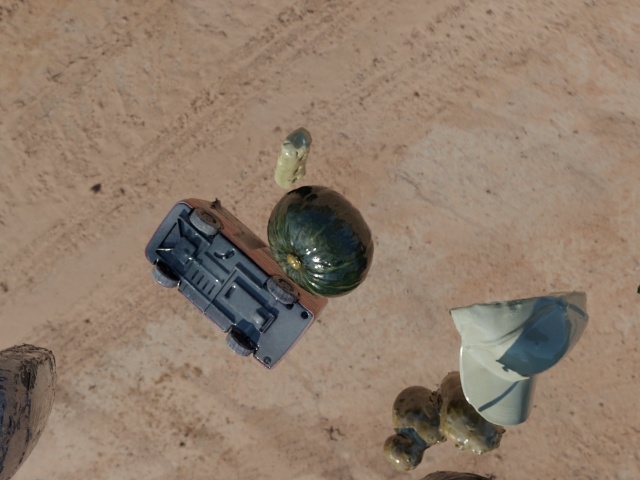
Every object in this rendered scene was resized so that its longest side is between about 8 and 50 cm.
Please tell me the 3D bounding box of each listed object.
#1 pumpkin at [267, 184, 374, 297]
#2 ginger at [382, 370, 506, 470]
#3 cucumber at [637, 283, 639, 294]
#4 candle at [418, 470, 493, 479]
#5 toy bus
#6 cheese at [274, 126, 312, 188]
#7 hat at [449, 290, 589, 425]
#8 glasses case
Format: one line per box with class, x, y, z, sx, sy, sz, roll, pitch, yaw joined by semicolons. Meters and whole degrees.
pumpkin;0.000;0.001;1.062;0.211;0.152;0.212;40;146;34
ginger;0.288;0.441;1.460;0.304;0.245;0.155;-25;126;18
cucumber;0.495;0.045;0.777;0.062;0.115;0.117;29;91;-42
candle;0.224;0.476;0.988;0.187;0.188;0.330;10;163;5
toy bus;-0.196;0.088;1.436;0.427;0.233;0.203;41;105;7
cheese;-0.051;-0.145;1.076;0.065;0.194;0.043;-36;84;-13
hat;0.396;0.228;1.144;0.257;0.168;0.302;-6;106;-21
glasses case;-0.305;0.164;0.589;0.067;0.282;0.109;8;82;-15
